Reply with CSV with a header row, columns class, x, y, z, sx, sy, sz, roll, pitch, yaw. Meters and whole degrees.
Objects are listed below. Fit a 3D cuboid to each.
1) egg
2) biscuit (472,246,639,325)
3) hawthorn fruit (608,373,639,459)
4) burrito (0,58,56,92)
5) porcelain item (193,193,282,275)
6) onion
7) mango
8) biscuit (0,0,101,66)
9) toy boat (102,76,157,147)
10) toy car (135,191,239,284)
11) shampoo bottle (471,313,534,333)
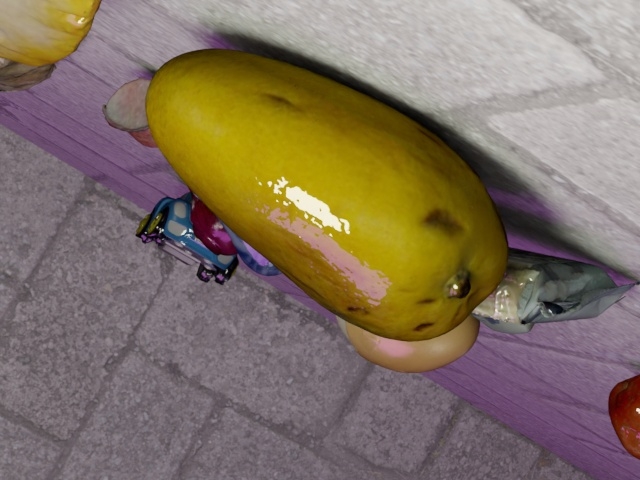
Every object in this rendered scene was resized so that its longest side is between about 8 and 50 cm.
class,x,y,z,sx,sy,sz,roll,pitch,yaw
egg,0.134,0.103,2.094,0.244,0.201,0.201,21,169,36
biscuit,0.203,0.047,1.639,0.309,0.079,0.186,13,-168,41
hawthorn fruit,0.509,0.270,2.092,0.138,0.133,0.133,39,173,4
burrito,-0.470,-0.287,2.035,0.175,0.107,0.348,9,174,-17
porcelain item,-0.107,-0.035,2.362,0.259,0.141,0.141,47,164,-32
onion,-0.191,-0.053,2.504,0.198,0.135,0.173,33,169,-13
mango,0.000,-0.066,1.489,0.445,0.220,0.301,36,180,11
biscuit,-0.417,-0.339,1.445,0.429,0.104,0.446,25,161,-2
toy boat,-0.159,-0.155,1.993,0.206,0.096,0.282,2,165,42
toy car,-0.254,-0.023,2.802,0.198,0.166,0.314,30,172,-13
shampoo bottle,0.178,0.024,1.882,0.134,0.078,0.359,12,162,48
